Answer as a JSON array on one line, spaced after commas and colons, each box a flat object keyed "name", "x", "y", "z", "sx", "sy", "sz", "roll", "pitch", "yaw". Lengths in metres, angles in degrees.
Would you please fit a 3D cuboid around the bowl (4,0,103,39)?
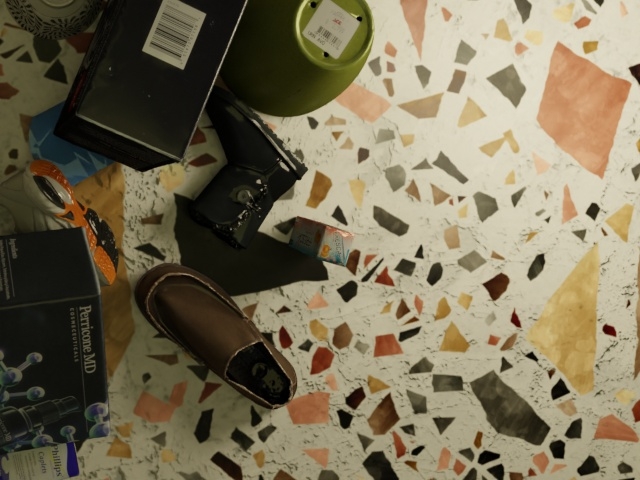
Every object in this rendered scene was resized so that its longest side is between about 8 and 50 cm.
[{"name": "bowl", "x": -0.443, "y": -0.424, "z": 1.828, "sx": 0.170, "sy": 0.080, "sz": 0.170, "roll": -2, "pitch": 96, "yaw": -18}]

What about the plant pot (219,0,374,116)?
[{"name": "plant pot", "x": -0.021, "y": -0.348, "z": 1.856, "sx": 0.275, "sy": 0.293, "sz": 0.274, "roll": -2, "pitch": 97, "yaw": -18}]

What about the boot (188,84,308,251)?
[{"name": "boot", "x": -0.166, "y": -0.125, "z": 1.938, "sx": 0.246, "sy": 0.094, "sz": 0.207, "roll": 45, "pitch": 78, "yaw": -23}]

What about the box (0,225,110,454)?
[{"name": "box", "x": -0.549, "y": 0.172, "z": 1.737, "sx": 0.396, "sy": 0.212, "sz": 0.293, "roll": -8, "pitch": 124, "yaw": -16}]

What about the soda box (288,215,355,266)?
[{"name": "soda box", "x": 0.000, "y": 0.000, "z": 1.956, "sx": 0.058, "sy": 0.183, "sz": 0.063, "roll": 17, "pitch": 92, "yaw": -18}]

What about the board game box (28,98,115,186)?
[{"name": "board game box", "x": -0.420, "y": -0.176, "z": 1.888, "sx": 0.169, "sy": 0.033, "sz": 0.133, "roll": -32, "pitch": 100, "yaw": -18}]

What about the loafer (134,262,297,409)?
[{"name": "loafer", "x": -0.168, "y": 0.172, "z": 1.949, "sx": 0.366, "sy": 0.130, "sz": 0.133, "roll": 39, "pitch": 84, "yaw": -17}]

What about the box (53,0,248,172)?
[{"name": "box", "x": -0.272, "y": -0.302, "z": 1.758, "sx": 0.179, "sy": 0.312, "sz": 0.343, "roll": 23, "pitch": 82, "yaw": -17}]

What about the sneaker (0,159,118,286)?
[{"name": "sneaker", "x": -0.451, "y": -0.018, "z": 1.873, "sx": 0.121, "sy": 0.099, "sz": 0.262, "roll": -20, "pitch": 120, "yaw": 21}]

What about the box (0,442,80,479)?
[{"name": "box", "x": -0.489, "y": 0.370, "z": 1.871, "sx": 0.137, "sy": 0.126, "sz": 0.072, "roll": -12, "pitch": 98, "yaw": -16}]
